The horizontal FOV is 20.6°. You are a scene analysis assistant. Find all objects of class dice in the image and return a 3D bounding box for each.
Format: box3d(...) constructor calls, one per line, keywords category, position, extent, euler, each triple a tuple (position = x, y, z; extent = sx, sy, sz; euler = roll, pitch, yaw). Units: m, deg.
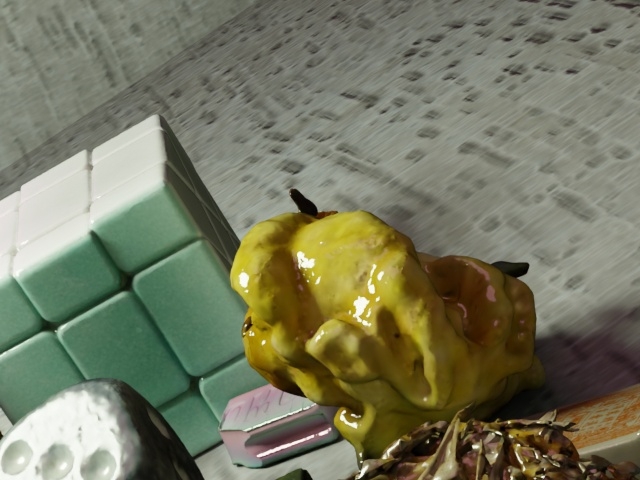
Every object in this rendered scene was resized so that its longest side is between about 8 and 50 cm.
box3d(category="dice", position=(-0.225, 0.269, 1.835), extent=(0.182, 0.181, 0.183), euler=(-34, 49, 2))

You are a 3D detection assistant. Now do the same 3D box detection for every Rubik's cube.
box3d(category="Rubik's cube", position=(-0.244, 0.081, 2.154), extent=(0.316, 0.322, 0.319), euler=(-31, 20, 4))

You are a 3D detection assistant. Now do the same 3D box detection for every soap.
box3d(category="soap", position=(-0.047, 0.201, 1.987), extent=(0.149, 0.056, 0.100), euler=(-22, 21, 22))

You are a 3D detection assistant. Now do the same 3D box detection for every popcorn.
box3d(category="popcorn", position=(0.068, 0.105, 1.781), extent=(0.316, 0.297, 0.281), euler=(5, 70, 20))

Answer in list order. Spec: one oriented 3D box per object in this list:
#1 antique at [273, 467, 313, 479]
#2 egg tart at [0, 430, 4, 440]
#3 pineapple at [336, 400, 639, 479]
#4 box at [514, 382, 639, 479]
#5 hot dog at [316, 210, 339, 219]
box3d(category="antique", position=(-0.034, 0.319, 1.678), extent=(0.081, 0.080, 0.221), euler=(-27, 23, 14))
box3d(category="egg tart", position=(-0.484, 0.316, 2.032), extent=(0.443, 0.178, 0.443), euler=(24, -90, -86))
box3d(category="pineapple", position=(0.137, 0.291, 1.228), extent=(0.352, 0.300, 0.352), euler=(-22, 27, 12))
box3d(category="box", position=(0.230, 0.187, 1.570), extent=(0.365, 0.051, 0.204), euler=(-20, 3, 26))
box3d(category="hot dog", position=(0.000, 0.000, 2.404), extent=(0.049, 0.037, 0.122), euler=(-7, 35, 25))
